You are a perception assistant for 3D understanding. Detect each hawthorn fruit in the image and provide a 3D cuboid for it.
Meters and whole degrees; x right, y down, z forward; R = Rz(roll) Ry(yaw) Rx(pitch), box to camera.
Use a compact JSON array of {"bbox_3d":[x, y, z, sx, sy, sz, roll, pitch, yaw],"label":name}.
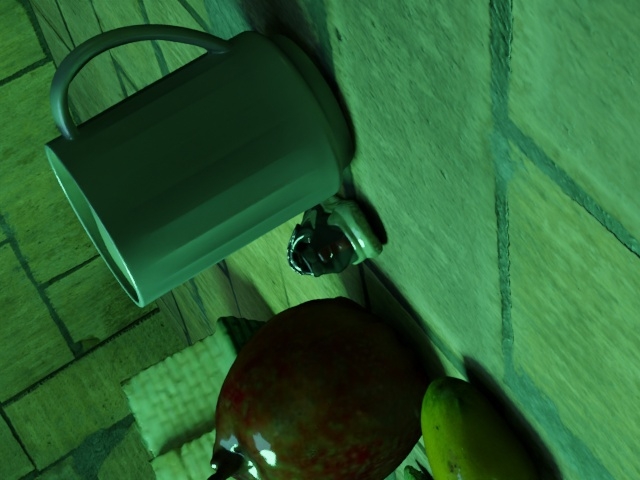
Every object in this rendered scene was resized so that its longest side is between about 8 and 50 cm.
[{"bbox_3d":[0.003,0.242,1.785,0.308,0.325,0.308,40,-170,-8],"label":"hawthorn fruit"}]

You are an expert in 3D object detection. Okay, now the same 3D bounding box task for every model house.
[{"bbox_3d":[-0.129,0.413,2.523,0.445,0.400,0.395,60,-179,30],"label":"model house"}]

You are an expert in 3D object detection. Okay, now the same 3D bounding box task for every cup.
[{"bbox_3d":[-0.162,-0.132,1.506,0.237,0.326,0.323,33,152,61],"label":"cup"}]

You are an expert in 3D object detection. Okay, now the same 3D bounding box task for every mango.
[{"bbox_3d":[0.201,0.282,1.568,0.221,0.120,0.151,60,164,23],"label":"mango"}]

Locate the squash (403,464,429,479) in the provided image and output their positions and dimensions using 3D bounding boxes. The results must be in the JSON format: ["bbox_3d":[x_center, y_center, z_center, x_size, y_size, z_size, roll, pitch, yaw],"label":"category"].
[{"bbox_3d":[0.179,0.453,2.103,0.105,0.105,0.132,153,104,-76],"label":"squash"}]

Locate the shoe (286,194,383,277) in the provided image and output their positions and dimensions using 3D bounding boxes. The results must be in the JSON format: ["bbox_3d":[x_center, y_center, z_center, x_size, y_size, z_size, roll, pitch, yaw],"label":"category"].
[{"bbox_3d":[0.000,0.000,1.673,0.099,0.112,0.227,60,164,-11],"label":"shoe"}]
